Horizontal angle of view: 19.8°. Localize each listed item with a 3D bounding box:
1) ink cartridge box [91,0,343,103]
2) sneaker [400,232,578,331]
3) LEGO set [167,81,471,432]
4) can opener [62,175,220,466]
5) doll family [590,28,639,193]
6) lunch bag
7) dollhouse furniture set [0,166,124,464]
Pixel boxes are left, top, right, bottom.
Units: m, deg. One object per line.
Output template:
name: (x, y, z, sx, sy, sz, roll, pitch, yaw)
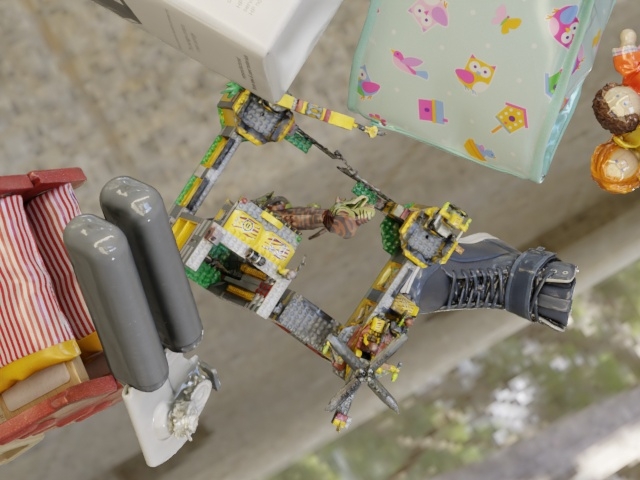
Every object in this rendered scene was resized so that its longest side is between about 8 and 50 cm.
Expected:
ink cartridge box: (-0.140, -0.357, 1.728, 0.395, 0.285, 0.166, 30, -10, 9)
sneaker: (0.204, 0.056, 2.136, 0.163, 0.226, 0.086, 25, -64, 31)
LEGO set: (0.000, 0.000, 1.781, 0.331, 0.255, 0.192, 44, -9, -18)
can opener: (-0.128, 0.061, 1.257, 0.093, 0.074, 0.280, 27, -29, 22)
doll family: (0.306, -0.046, 1.413, 0.263, 0.163, 0.118, 52, -6, 11)
lunch bag: (0.159, -0.205, 1.779, 0.223, 0.160, 0.262, 22, -69, 11)
dollhouse furniture set: (-0.331, 0.110, 1.579, 0.374, 0.152, 0.201, -31, -100, 30)
